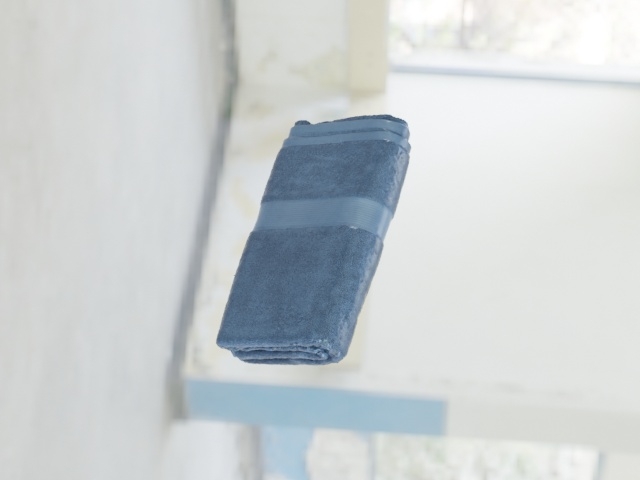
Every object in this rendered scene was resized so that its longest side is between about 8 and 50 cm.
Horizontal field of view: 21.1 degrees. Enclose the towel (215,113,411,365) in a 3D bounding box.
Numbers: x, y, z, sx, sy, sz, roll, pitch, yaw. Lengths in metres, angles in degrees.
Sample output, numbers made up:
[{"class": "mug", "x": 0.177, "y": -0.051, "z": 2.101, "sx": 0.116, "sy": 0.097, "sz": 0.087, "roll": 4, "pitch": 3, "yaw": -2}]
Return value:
[{"class": "towel", "x": 0.000, "y": 0.000, "z": 0.750, "sx": 0.029, "sy": 0.067, "sz": 0.119, "roll": 47, "pitch": 53, "yaw": -43}]
